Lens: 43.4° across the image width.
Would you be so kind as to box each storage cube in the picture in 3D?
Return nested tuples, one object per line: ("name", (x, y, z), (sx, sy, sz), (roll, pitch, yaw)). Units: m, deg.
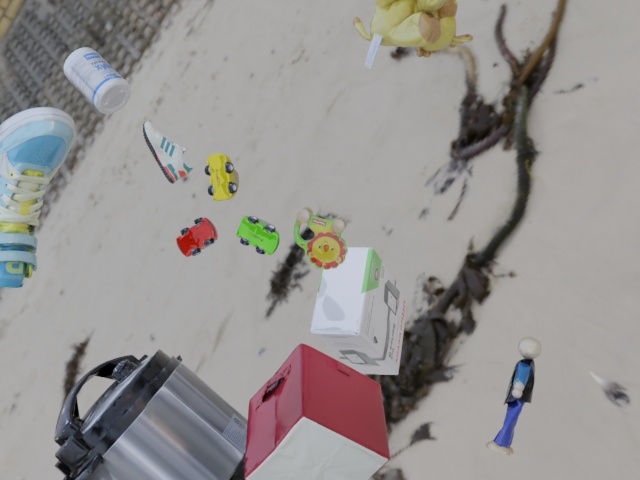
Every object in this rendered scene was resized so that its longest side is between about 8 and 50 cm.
("storage cube", (-0.006, 0.339, 1.437), (0.183, 0.215, 0.193), (-50, 20, 24))

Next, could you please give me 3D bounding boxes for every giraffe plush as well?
("giraffe plush", (0.183, -0.393, 1.426), (0.181, 0.170, 0.210), (55, 129, 31))

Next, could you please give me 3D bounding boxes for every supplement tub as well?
("supplement tub", (-0.383, -0.275, 1.383), (0.107, 0.071, 0.071), (44, 107, 20))

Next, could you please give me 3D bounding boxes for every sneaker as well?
("sneaker", (-0.365, -0.221, 1.933), (0.075, 0.161, 0.057), (-29, 3, -16))
("sneaker", (-0.470, -0.047, 1.265), (0.319, 0.127, 0.208), (-40, 58, 33))

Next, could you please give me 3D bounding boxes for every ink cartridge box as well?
("ink cartridge box", (0.093, 0.159, 1.763), (0.115, 0.273, 0.198), (-1, 64, 24))

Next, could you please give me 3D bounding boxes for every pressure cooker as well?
("pressure cooker", (-0.383, 0.451, 1.819), (0.375, 0.420, 0.370), (-50, 5, -18))

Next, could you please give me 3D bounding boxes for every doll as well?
("doll", (0.315, 0.245, 1.283), (0.046, 0.129, 0.189), (17, 85, 23))

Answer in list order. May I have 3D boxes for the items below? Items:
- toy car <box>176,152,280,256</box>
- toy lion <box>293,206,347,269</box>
("toy car", (-0.172, -0.038, 1.672), (0.225, 0.053, 0.239), (29, 108, 20))
("toy lion", (0.000, 0.000, 1.379), (0.034, 0.100, 0.096), (-52, -22, -75))
